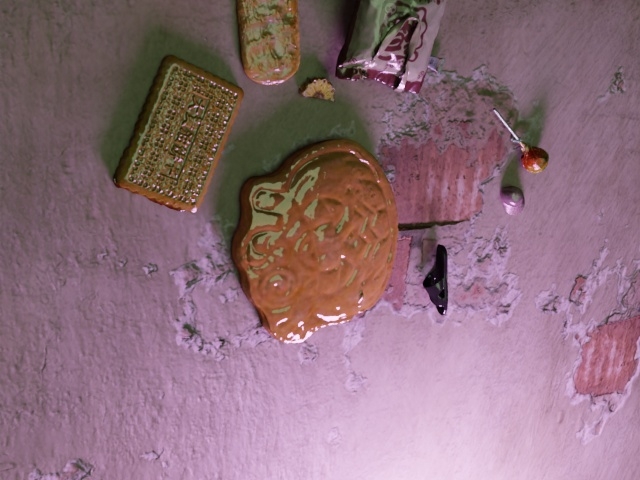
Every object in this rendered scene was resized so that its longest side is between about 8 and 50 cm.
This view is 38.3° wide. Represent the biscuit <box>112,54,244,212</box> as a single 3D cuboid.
[{"bbox_3d":[-0.249,-0.184,1.643,0.172,0.029,0.255,21,93,-35],"label":"biscuit"}]

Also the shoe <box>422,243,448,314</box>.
[{"bbox_3d":[0.248,0.086,2.015,0.053,0.062,0.160,-4,107,-17],"label":"shoe"}]

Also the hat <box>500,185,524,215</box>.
[{"bbox_3d":[0.446,-0.091,2.091,0.058,0.042,0.087,-50,124,-9],"label":"hat"}]

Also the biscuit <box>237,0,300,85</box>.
[{"bbox_3d":[-0.093,-0.405,1.672,0.118,0.029,0.247,-13,111,-28],"label":"biscuit"}]

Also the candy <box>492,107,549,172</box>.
[{"bbox_3d":[0.441,-0.225,2.050,0.201,0.060,0.060,44,80,-26],"label":"candy"}]

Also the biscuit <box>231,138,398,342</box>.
[{"bbox_3d":[0.001,0.001,1.833,0.365,0.062,0.385,-24,116,-23],"label":"biscuit"}]

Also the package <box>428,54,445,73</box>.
[{"bbox_3d":[0.208,-0.372,1.877,0.110,0.015,0.037,16,101,-33],"label":"package"}]

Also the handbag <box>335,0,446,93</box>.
[{"bbox_3d":[0.136,-0.408,1.759,0.212,0.127,0.235,4,114,-31],"label":"handbag"}]

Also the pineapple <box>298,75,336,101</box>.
[{"bbox_3d":[-0.003,-0.293,1.769,0.083,0.019,0.045,2,109,-33],"label":"pineapple"}]
